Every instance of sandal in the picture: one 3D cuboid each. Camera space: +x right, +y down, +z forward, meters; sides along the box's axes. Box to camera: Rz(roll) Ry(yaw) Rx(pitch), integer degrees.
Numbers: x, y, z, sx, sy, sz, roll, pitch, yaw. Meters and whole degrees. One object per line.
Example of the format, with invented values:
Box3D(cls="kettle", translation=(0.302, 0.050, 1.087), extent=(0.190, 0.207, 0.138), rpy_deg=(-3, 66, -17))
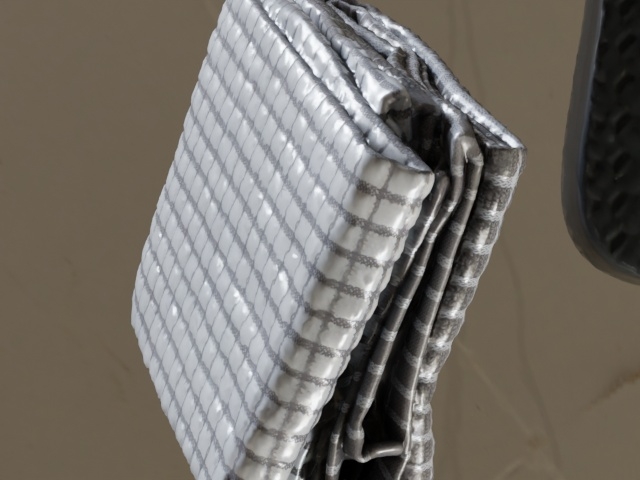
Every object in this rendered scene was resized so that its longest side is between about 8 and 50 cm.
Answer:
Box3D(cls="sandal", translation=(0.226, -0.192, 1.027), extent=(0.167, 0.107, 0.446), rpy_deg=(13, -93, -7))

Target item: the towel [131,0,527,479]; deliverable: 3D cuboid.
Box3D(cls="towel", translation=(0.000, 0.000, 0.917), extent=(0.121, 0.284, 0.235), rpy_deg=(12, -69, -24))
